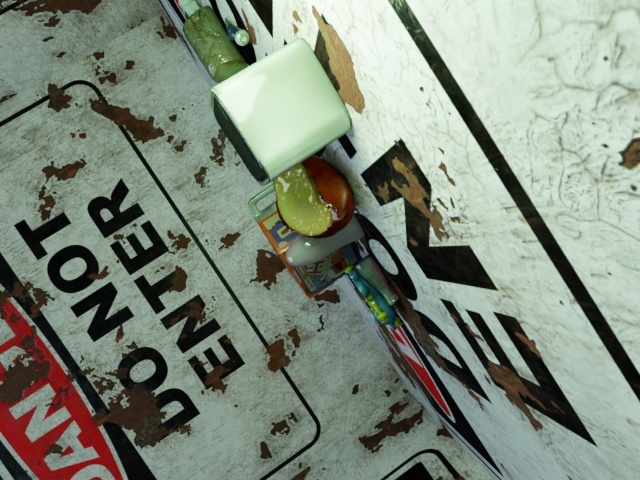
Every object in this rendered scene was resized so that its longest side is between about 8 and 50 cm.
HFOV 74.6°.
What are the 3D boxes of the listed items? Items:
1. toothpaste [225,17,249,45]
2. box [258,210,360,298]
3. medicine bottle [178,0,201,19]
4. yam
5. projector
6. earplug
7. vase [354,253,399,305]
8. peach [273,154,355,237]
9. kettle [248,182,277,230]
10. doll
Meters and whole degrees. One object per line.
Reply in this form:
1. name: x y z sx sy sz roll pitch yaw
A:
1. toothpaste: -0.293 -0.715 1.453 0.069 0.047 0.268 45 -174 -39
2. box: -0.039 0.011 1.896 0.257 0.318 0.349 48 169 43
3. medicine bottle: -0.538 -0.971 1.846 0.229 0.083 0.121 55 176 5
4. yam: -0.423 -0.770 1.670 0.268 0.161 0.161 59 174 -5
5. projector: -0.106 -0.309 1.055 0.248 0.249 0.248 58 170 -10
6. earplug: 0.000 0.000 1.610 0.172 0.301 0.172 55 174 9
7. vase: 0.233 0.163 1.696 0.214 0.086 0.086 52 174 1
8. peach: 0.005 -0.146 1.373 0.361 0.201 0.258 31 126 46
9. kettle: -0.166 -0.145 2.101 0.205 0.318 0.265 54 174 37
10. doll: 0.216 0.244 1.782 0.341 0.098 0.346 52 -169 13
